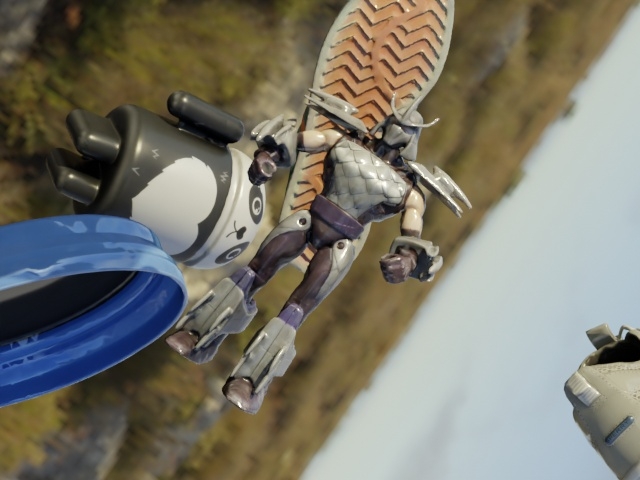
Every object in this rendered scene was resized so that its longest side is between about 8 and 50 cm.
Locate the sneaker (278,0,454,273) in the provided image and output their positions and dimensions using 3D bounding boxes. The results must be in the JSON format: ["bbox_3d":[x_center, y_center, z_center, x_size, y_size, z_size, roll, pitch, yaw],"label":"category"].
[{"bbox_3d":[0.033,-0.122,1.562,0.121,0.108,0.302,-93,-156,-73],"label":"sneaker"}]

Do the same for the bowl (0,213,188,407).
[{"bbox_3d":[-0.339,0.085,1.882,0.391,0.077,0.391,-18,161,-6],"label":"bowl"}]

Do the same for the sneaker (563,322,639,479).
[{"bbox_3d":[0.235,0.093,1.192,0.105,0.115,0.281,-45,174,15],"label":"sneaker"}]

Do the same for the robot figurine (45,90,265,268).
[{"bbox_3d":[-0.203,-0.067,2.189,0.209,0.278,0.174,-35,-139,47],"label":"robot figurine"}]

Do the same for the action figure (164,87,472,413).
[{"bbox_3d":[0.000,0.000,1.391,0.285,0.185,0.099,-53,164,2],"label":"action figure"}]
